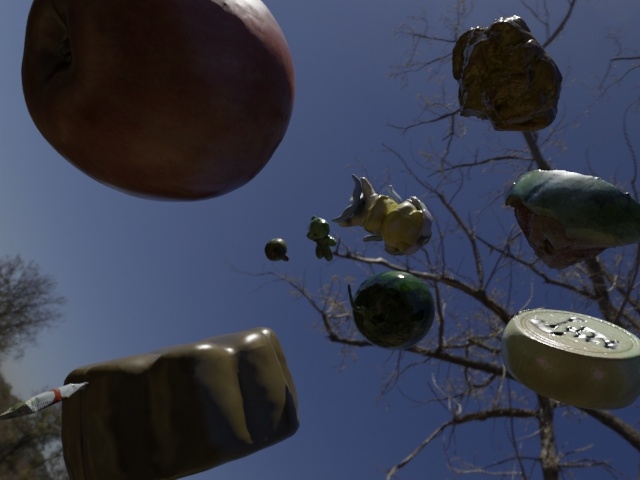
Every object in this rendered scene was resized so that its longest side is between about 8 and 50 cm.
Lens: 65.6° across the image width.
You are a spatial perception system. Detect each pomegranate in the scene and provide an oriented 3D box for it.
[{"bbox_3d":[-0.130,0.036,1.486,0.073,0.073,0.084,-16,-76,52],"label":"pomegranate"}]

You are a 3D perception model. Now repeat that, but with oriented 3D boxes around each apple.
[{"bbox_3d":[-0.122,-0.123,0.382,0.188,0.174,0.188,-2,-94,39],"label":"apple"}]

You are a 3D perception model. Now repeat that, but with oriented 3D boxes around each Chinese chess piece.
[{"bbox_3d":[0.476,0.216,0.944,0.250,0.250,0.101,18,-71,43],"label":"Chinese chess piece"}]

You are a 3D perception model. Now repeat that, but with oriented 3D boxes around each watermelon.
[{"bbox_3d":[0.320,-0.011,0.645,0.187,0.071,0.139,34,-36,46],"label":"watermelon"},{"bbox_3d":[0.160,0.162,1.150,0.188,0.215,0.188,-2,-93,50],"label":"watermelon"}]

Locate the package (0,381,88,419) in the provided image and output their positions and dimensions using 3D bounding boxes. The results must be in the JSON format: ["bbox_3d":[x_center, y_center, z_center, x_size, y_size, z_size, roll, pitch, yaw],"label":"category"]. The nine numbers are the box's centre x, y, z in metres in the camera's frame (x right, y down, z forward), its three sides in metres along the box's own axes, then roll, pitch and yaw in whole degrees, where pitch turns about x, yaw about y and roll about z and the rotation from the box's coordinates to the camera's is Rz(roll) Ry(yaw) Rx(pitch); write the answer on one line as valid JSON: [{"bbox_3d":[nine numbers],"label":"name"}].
[{"bbox_3d":[-0.283,0.164,0.508,0.015,0.037,0.110,64,2,5],"label":"package"}]

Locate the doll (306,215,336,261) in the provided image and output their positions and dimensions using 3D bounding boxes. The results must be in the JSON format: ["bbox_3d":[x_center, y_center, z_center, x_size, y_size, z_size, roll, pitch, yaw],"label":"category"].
[{"bbox_3d":[0.000,0.000,1.573,0.115,0.077,0.150,22,-47,49],"label":"doll"}]

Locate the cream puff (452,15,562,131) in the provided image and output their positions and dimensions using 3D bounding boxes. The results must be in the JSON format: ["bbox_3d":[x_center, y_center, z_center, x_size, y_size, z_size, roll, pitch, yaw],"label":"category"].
[{"bbox_3d":[0.374,-0.327,0.997,0.196,0.244,0.244,-5,-72,25],"label":"cream puff"}]

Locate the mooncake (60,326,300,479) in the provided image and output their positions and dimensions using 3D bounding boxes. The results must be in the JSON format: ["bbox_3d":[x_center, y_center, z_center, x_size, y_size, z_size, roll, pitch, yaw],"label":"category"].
[{"bbox_3d":[-0.227,0.263,0.825,0.378,0.378,0.200,-30,-109,52],"label":"mooncake"}]

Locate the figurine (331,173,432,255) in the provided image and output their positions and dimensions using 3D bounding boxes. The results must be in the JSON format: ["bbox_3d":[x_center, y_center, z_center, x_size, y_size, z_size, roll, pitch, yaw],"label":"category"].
[{"bbox_3d":[0.122,-0.044,0.961,0.184,0.208,0.128,33,-78,53],"label":"figurine"}]
